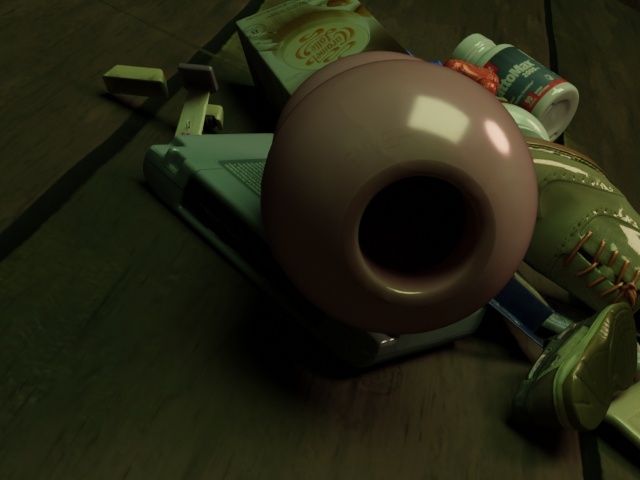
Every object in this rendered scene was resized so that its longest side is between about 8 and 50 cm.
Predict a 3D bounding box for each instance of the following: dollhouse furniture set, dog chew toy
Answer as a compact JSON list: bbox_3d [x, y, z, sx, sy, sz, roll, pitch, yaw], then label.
[{"bbox_3d":[-0.166,-0.124,1.223,0.114,0.091,0.081,7,65,9],"label":"dollhouse furniture set"},{"bbox_3d":[0.051,-0.060,0.972,0.206,0.207,0.332,21,17,-13],"label":"dog chew toy"}]

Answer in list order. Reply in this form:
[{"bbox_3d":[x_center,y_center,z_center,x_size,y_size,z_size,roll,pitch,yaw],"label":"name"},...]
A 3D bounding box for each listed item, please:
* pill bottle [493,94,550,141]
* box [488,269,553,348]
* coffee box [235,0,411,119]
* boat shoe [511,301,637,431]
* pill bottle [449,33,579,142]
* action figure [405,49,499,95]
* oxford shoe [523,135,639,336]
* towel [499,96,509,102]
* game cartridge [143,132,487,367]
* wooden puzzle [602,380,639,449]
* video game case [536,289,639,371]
[{"bbox_3d":[0.187,-0.098,1.336,0.121,0.121,0.216,22,10,-11],"label":"pill bottle"},{"bbox_3d":[0.145,0.009,1.167,0.136,0.036,0.225,38,11,-36],"label":"box"},{"bbox_3d":[0.017,-0.178,1.335,0.141,0.098,0.246,-24,41,-9],"label":"coffee box"},{"bbox_3d":[0.229,0.109,1.069,0.073,0.080,0.223,-7,11,28],"label":"boat shoe"},{"bbox_3d":[0.274,-0.222,1.745,0.180,0.108,0.108,40,27,30],"label":"pill bottle"},{"bbox_3d":[0.147,-0.175,1.567,0.091,0.139,0.280,13,5,-22],"label":"action figure"},{"bbox_3d":[0.281,0.007,1.208,0.348,0.123,0.130,27,20,-28],"label":"oxford shoe"},{"bbox_3d":[0.226,-0.156,1.627,0.110,0.027,0.148,-7,32,-17],"label":"towel"},{"bbox_3d":[0.000,0.000,1.089,0.297,0.062,0.198,40,23,28],"label":"game cartridge"},{"bbox_3d":[0.384,0.197,1.091,0.238,0.044,0.221,38,27,25],"label":"wooden puzzle"},{"bbox_3d":[0.271,0.091,1.218,0.122,0.011,0.087,24,17,-5],"label":"video game case"}]
